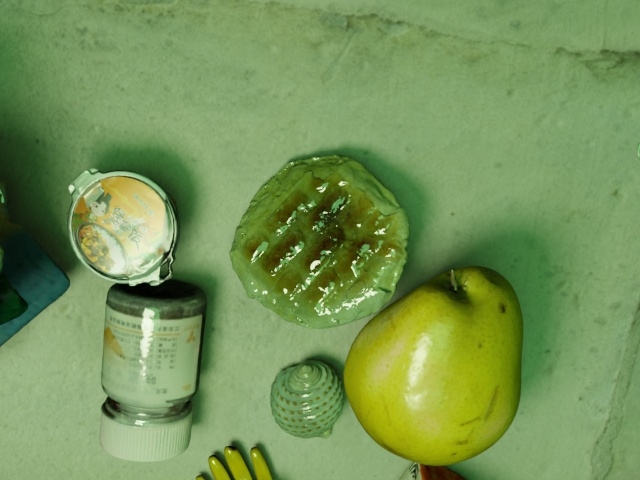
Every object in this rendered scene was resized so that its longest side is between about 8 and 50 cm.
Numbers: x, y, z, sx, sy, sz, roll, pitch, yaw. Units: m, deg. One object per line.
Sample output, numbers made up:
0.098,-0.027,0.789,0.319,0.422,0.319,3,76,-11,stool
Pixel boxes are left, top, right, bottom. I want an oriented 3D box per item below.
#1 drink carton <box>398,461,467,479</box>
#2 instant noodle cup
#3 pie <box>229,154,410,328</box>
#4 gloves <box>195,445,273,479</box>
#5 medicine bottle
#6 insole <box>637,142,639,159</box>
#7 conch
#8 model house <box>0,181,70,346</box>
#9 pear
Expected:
0.291,0.519,1.316,0.351,0.154,0.111,33,100,-3,drink carton
-0.303,-0.030,1.258,0.177,0.125,0.208,-23,99,7,instant noodle cup
0.000,0.000,1.243,0.306,0.071,0.306,-2,84,17,pie
-0.126,0.503,1.365,0.133,0.116,0.294,-19,92,-2,gloves
-0.279,0.210,1.279,0.165,0.165,0.273,7,99,1,medicine bottle
0.616,-0.201,1.253,0.232,0.003,0.080,-36,97,8,insole
-0.028,0.278,1.319,0.135,0.102,0.153,5,101,16,conch
-0.549,0.032,1.120,0.334,0.382,0.342,-42,101,-18,model house
0.183,0.186,1.202,0.285,0.285,0.336,16,100,-1,pear
